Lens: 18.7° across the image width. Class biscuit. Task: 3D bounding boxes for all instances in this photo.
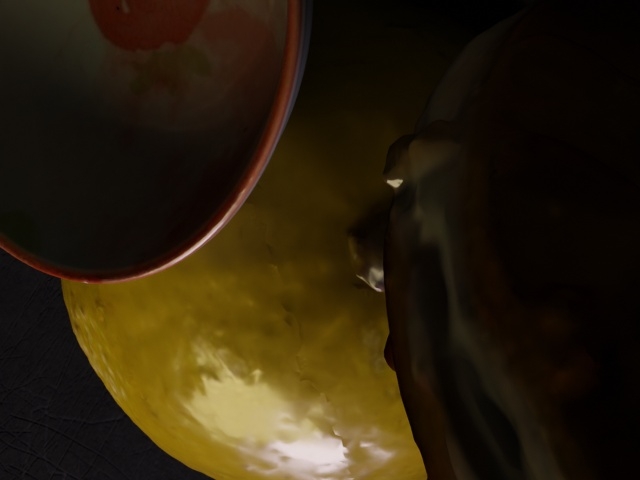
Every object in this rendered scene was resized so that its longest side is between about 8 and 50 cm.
[{"bbox_3d":[0.169,0.051,0.648,0.332,0.332,0.103,30,134,-14],"label":"biscuit"}]

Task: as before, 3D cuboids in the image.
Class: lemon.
[{"bbox_3d":[-0.001,0.000,1.038,0.297,0.297,0.297,29,175,3],"label":"lemon"}]

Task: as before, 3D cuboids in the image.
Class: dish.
[{"bbox_3d":[-0.084,-0.114,0.874,0.260,0.260,0.085,25,-157,34],"label":"dish"}]
